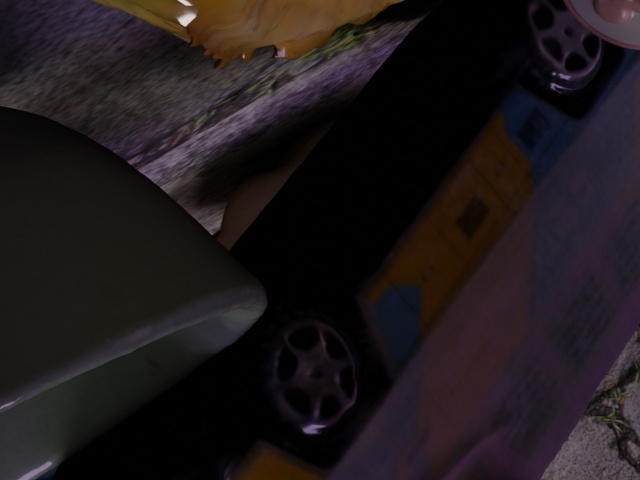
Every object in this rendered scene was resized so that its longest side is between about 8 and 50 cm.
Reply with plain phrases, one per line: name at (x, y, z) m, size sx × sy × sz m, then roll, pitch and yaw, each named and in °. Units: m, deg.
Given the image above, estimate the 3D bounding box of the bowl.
bowl at (-0.177, 0.035, 0.562) m, size 0.289 × 0.146 × 0.289 m, roll -31°, pitch 173°, yaw -4°

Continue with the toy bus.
toy bus at (0.051, 0.034, 0.772) m, size 0.386 × 0.162 × 0.171 m, roll -51°, pitch -165°, yaw -31°

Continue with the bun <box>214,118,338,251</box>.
bun at (0.002, 0.039, 1.067) m, size 0.299 × 0.164 × 0.299 m, roll -40°, pitch 146°, yaw -33°

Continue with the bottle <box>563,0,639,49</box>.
bottle at (0.183, -0.162, 0.654) m, size 0.147 × 0.148 × 0.236 m, roll -24°, pitch 178°, yaw -34°

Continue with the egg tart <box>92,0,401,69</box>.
egg tart at (0.014, -0.129, 0.361) m, size 0.288 × 0.118 × 0.288 m, roll -33°, pitch 175°, yaw -3°

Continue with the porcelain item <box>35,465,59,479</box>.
porcelain item at (-0.233, 0.184, 0.835) m, size 0.285 × 0.157 × 0.281 m, roll -28°, pitch 136°, yaw -10°
